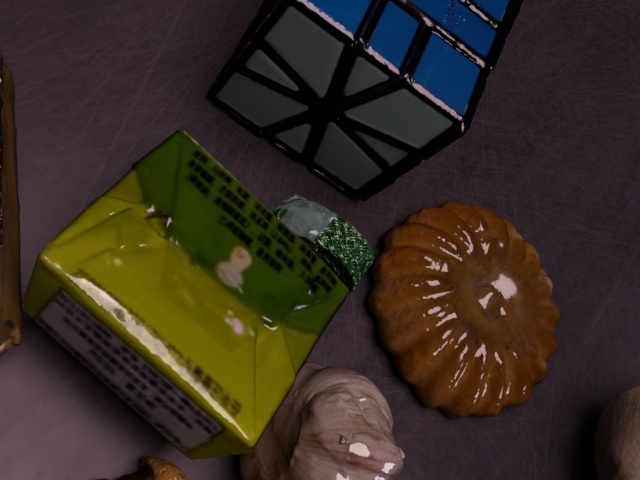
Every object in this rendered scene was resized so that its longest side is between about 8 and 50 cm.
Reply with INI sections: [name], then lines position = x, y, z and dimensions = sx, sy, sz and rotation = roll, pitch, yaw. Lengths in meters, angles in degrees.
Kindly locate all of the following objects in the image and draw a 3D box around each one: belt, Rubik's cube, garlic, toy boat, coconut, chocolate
[belt]
position = 0.000, 0.000, 1.154
dimensions = 0.151, 0.121, 0.079
rotation = 37, 61, -8
[Rubik's cube]
position = 0.060, -0.270, 1.184
dimensions = 0.288, 0.293, 0.283
rotation = 34, 62, -17
[garlic]
position = 0.030, 0.259, 1.036
dimensions = 0.212, 0.218, 0.218
rotation = 22, 63, -36
[toy boat]
position = -0.416, -0.056, 0.948
dimensions = 0.162, 0.136, 0.445
rotation = -6, 73, -5
[coconut]
position = 0.519, 0.327, 1.267
dimensions = 0.266, 0.237, 0.237
rotation = 5, 71, -32
[chocolate]
position = -0.151, 0.065, 1.001
dimensions = 0.301, 0.137, 0.289
rotation = 44, 39, -8

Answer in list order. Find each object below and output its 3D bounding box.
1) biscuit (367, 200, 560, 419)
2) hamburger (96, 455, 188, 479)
[biscuit]
position = 0.224, 0.095, 1.262
dimensions = 0.325, 0.107, 0.326
rotation = 8, 73, -28
[hamburger]
position = -0.168, 0.366, 0.933
dimensions = 0.124, 0.131, 0.262
rotation = -21, 79, -33
